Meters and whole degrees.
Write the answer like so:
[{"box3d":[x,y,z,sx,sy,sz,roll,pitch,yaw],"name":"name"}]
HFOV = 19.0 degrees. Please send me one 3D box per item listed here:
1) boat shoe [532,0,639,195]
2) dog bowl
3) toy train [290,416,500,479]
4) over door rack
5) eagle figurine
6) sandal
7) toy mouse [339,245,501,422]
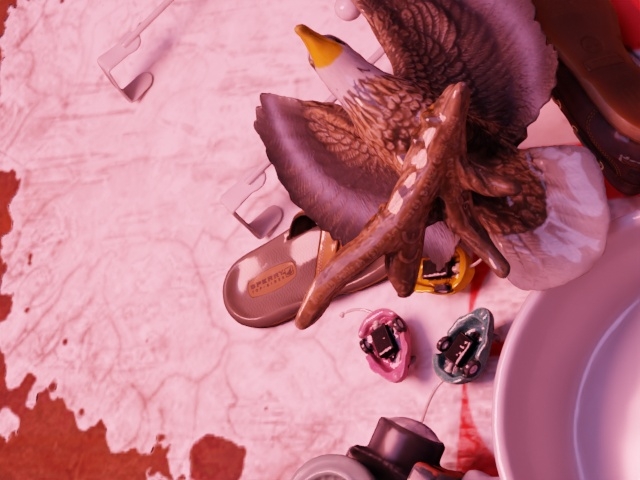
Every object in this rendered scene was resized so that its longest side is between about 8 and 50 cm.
[{"box3d":[0.192,-0.122,1.407,0.073,0.073,0.207,104,151,-47],"name":"boat shoe"},{"box3d":[0.251,0.114,1.264,0.265,0.104,0.265,-13,68,33],"name":"dog bowl"},{"box3d":[0.036,0.297,1.352,0.190,0.142,0.334,24,88,27],"name":"toy train"},{"box3d":[-0.041,-0.199,1.580,0.324,0.108,0.239,-52,52,12],"name":"over door rack"},{"box3d":[0.061,-0.086,1.345,0.226,0.225,0.298,-15,19,2],"name":"eagle figurine"},{"box3d":[0.000,0.000,1.514,0.219,0.060,0.090,-27,61,27],"name":"sandal"},{"box3d":[0.084,0.076,1.446,0.161,0.031,0.143,-14,67,33],"name":"toy mouse"}]
